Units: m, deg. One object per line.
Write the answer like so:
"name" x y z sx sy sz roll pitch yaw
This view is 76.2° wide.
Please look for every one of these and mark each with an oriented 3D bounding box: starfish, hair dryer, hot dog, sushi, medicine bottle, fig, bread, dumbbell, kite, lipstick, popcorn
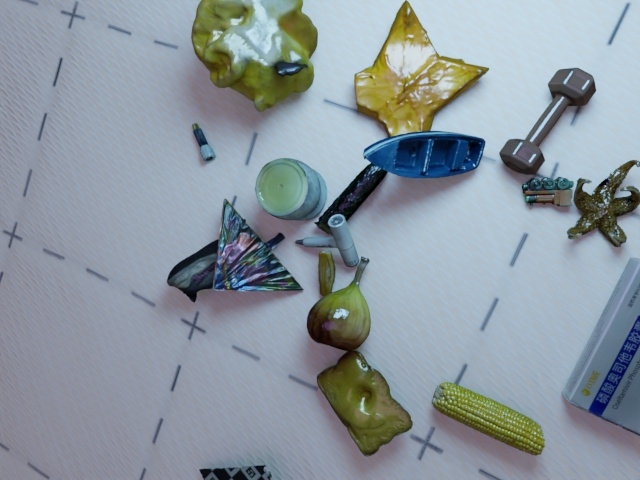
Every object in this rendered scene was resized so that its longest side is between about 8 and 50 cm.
"starfish" 0.597 -0.082 0.860 0.146 0.074 0.190 16 99 2
"hair dryer" -0.004 -0.006 1.013 0.183 0.155 0.044 9 52 28
"hot dog" 0.017 0.083 1.029 0.044 0.028 0.137 3 119 11
"sushi" -0.179 0.744 1.131 0.264 0.050 0.290 -23 90 29
"medicine bottle" -0.069 -0.122 1.003 0.147 0.143 0.147 0 89 18
"fig" 0.073 0.165 0.983 0.231 0.160 0.143 -48 37 9
"bread" 0.107 0.394 1.018 0.161 0.088 0.233 -38 81 9
"dumbbell" 0.487 -0.253 0.881 0.092 0.082 0.231 36 101 11
"kite" -0.191 0.048 1.055 0.234 0.016 0.321 -41 91 -18
"lipstick" -0.325 -0.274 1.118 0.037 0.037 0.116 -27 82 15
"popcorn" -0.141 -0.467 0.965 0.297 0.281 0.316 34 70 -25

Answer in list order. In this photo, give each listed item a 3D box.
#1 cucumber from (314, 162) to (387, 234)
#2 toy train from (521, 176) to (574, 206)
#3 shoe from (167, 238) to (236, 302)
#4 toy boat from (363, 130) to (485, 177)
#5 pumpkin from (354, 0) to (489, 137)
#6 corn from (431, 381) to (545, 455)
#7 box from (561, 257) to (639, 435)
"cucumber" 0.082 -0.111 1.004 0.067 0.067 0.245 43 104 9
"toy train" 0.503 -0.108 0.907 0.103 0.044 0.064 0 104 15
"shoe" -0.296 0.079 1.107 0.227 0.099 0.112 -28 118 -4
"toy boat" 0.219 -0.190 0.884 0.299 0.062 0.096 -6 122 -22
"pumpkin" 0.202 -0.346 0.945 0.258 0.095 0.290 39 105 4
"corn" 0.386 0.407 0.946 0.248 0.081 0.081 21 98 14
"box" 0.691 0.230 0.863 0.200 0.065 0.343 23 98 12
